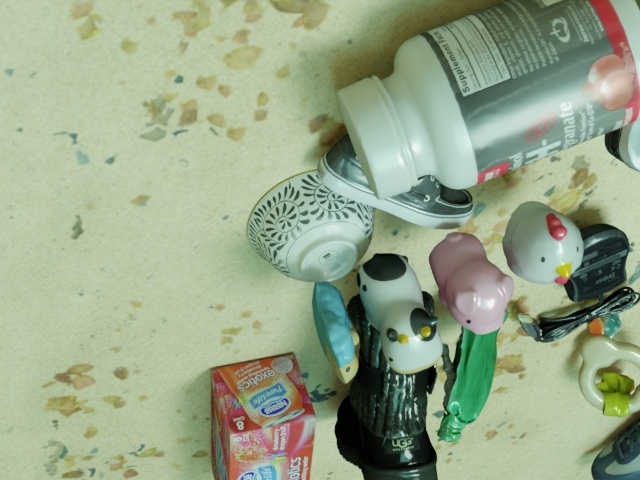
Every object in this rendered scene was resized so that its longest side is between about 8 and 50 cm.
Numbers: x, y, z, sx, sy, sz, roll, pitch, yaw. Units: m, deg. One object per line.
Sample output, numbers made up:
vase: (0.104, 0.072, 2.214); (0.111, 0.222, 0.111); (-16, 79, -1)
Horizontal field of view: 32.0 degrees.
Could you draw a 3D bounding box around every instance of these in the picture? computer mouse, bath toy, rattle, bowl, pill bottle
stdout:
computer mouse: (0.363, 0.057, 1.629); (0.184, 0.060, 0.262); (-26, 146, 7)
bath toy: (0.164, 0.055, 1.340); (0.348, 0.151, 0.129); (-22, 172, -7)
rattle: (0.473, 0.174, 1.815); (0.130, 0.143, 0.200); (-21, 104, 35)
bowl: (0.000, 0.000, 1.386); (0.170, 0.080, 0.170); (-12, 138, -11)
pill bottle: (0.187, -0.161, 1.220); (0.318, 0.176, 0.176); (-21, 139, 0)

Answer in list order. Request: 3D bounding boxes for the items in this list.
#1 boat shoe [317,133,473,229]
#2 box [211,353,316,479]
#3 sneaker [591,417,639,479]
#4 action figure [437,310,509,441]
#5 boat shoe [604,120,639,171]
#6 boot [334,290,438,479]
boat shoe: (0.106, -0.079, 1.357); (0.228, 0.080, 0.076); (18, 128, -27)
box: (-0.088, 0.298, 1.635); (0.128, 0.123, 0.257); (-9, 138, -14)
sneaker: (0.604, 0.327, 2.003); (0.319, 0.112, 0.131); (-37, 120, 13)
action figure: (0.206, 0.172, 1.561); (0.063, 0.232, 0.137); (0, 149, 35)
boat shoe: (0.418, -0.230, 1.301); (0.113, 0.105, 0.306); (10, 106, -18)
boot: (0.090, 0.187, 1.575); (0.131, 0.348, 0.260); (-7, 95, -10)
